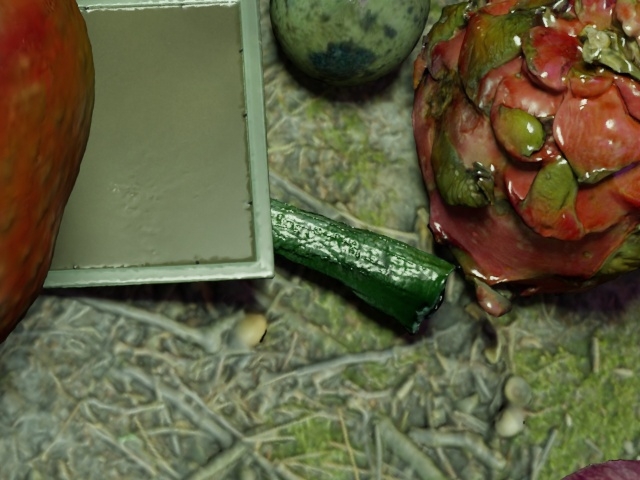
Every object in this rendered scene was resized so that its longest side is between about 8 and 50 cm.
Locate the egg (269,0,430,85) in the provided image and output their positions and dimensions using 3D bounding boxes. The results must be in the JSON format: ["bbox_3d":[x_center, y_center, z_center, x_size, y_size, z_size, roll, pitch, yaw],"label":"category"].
[{"bbox_3d":[0.028,-0.220,1.540,0.141,0.141,0.182,26,56,-11],"label":"egg"}]

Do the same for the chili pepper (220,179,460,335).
[{"bbox_3d":[0.000,0.000,1.472,0.227,0.088,0.059,27,47,-8],"label":"chili pepper"}]

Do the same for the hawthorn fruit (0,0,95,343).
[{"bbox_3d":[-0.343,-0.089,1.178,0.402,0.403,0.403,8,66,-19],"label":"hawthorn fruit"}]

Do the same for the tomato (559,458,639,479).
[{"bbox_3d":[0.293,0.330,1.409,0.335,0.176,0.290,-3,50,-23],"label":"tomato"}]

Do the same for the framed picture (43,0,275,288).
[{"bbox_3d":[-0.150,-0.088,1.452,0.217,0.017,0.274,-1,69,-4],"label":"framed picture"}]

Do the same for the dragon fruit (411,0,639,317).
[{"bbox_3d":[0.257,-0.107,1.503,0.296,0.263,0.314,6,66,-31],"label":"dragon fruit"}]
